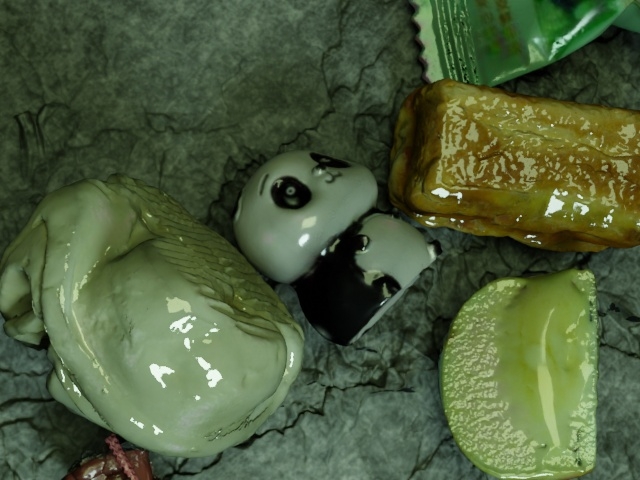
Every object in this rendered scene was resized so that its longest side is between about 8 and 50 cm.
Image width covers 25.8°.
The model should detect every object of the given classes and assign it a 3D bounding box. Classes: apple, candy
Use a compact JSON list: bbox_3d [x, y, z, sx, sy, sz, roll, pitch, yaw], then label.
[{"bbox_3d":[0.237,0.168,1.701,0.193,0.120,0.264,4,70,0],"label":"apple"},{"bbox_3d":[0.310,-0.341,1.850,0.398,0.172,0.262,-11,73,-5],"label":"candy"}]

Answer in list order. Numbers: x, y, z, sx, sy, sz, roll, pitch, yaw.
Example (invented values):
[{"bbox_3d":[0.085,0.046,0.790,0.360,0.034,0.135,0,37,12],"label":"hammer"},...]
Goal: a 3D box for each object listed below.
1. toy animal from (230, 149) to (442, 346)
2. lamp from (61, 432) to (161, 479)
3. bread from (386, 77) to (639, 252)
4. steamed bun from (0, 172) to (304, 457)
[{"bbox_3d":[0.007,-0.002,1.658,0.235,0.165,0.187,49,42,2],"label":"toy animal"},{"bbox_3d":[-0.189,0.339,1.533,0.118,0.118,0.253,-26,81,-20],"label":"lamp"},{"bbox_3d":[0.261,-0.091,1.766,0.344,0.149,0.195,10,83,-13],"label":"bread"},{"bbox_3d":[-0.202,0.090,1.510,0.247,0.339,0.352,-46,80,7],"label":"steamed bun"}]
